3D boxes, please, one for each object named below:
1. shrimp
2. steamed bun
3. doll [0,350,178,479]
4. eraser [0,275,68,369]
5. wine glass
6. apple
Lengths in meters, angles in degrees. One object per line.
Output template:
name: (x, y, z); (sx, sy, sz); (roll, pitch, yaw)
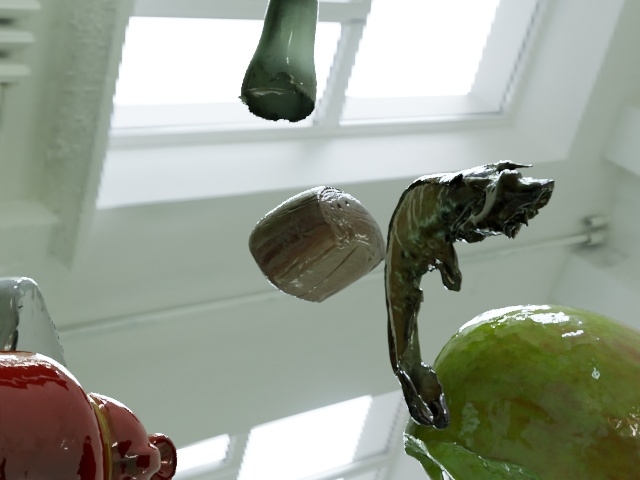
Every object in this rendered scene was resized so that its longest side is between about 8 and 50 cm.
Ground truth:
shrimp: (0.076, 0.031, 0.644); (0.195, 0.035, 0.148); (165, -66, -71)
steamed bun: (0.000, 0.000, 1.511); (0.145, 0.175, 0.106); (-36, -126, 16)
doll: (-0.245, 0.167, 0.841); (0.160, 0.363, 0.182); (-12, -102, 40)
eraser: (-0.327, 0.233, 1.071); (0.150, 0.331, 0.331); (-3, -85, 6)
wine glass: (-0.029, -0.189, 1.039); (0.072, 0.072, 0.155); (-15, -120, 48)
apple: (0.179, 0.169, 0.926); (0.226, 0.246, 0.246); (27, -59, 4)
